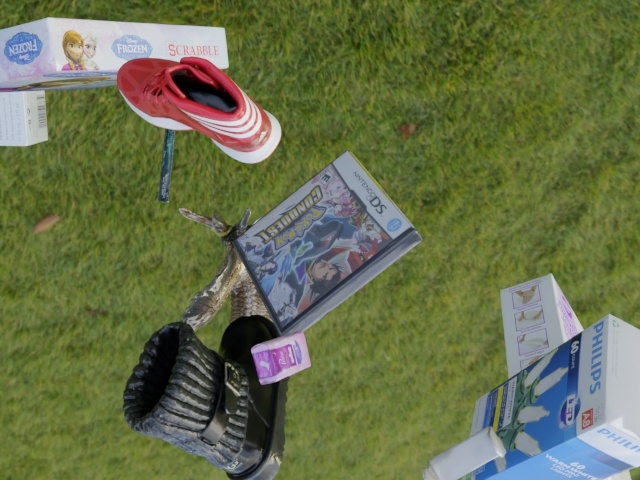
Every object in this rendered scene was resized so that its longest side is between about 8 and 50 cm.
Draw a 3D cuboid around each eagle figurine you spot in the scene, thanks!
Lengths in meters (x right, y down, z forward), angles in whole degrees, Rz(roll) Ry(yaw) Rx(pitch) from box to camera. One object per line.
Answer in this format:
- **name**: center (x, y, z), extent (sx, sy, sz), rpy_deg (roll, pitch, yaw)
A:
- **eagle figurine**: center (-0.176, 0.100, 1.346), extent (0.226, 0.299, 0.225), rpy_deg (1, 148, -7)

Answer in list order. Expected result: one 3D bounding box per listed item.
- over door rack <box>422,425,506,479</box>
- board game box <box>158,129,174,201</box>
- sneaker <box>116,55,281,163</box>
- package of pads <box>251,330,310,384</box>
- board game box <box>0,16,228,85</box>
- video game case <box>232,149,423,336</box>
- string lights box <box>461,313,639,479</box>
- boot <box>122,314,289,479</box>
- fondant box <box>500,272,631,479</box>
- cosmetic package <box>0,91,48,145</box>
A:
- **over door rack**: center (0.067, 0.262, 0.335), extent (0.108, 0.240, 0.324), rpy_deg (-35, 166, 26)
- **board game box**: center (-0.376, -0.186, 1.668), extent (0.026, 0.126, 0.186), rpy_deg (6, 91, -13)
- **sneaker**: center (-0.149, -0.168, 0.718), extent (0.221, 0.087, 0.128), rpy_deg (23, 168, 22)
- **package of pads**: center (-0.048, 0.148, 0.871), extent (0.031, 0.050, 0.083), rpy_deg (-19, 174, 34)
- **board game box**: center (-0.358, -0.264, 1.002), extent (0.317, 0.318, 0.066), rpy_deg (1, 104, 34)
- **video game case**: center (0.000, 0.000, 1.161), extent (0.274, 0.248, 0.035), rpy_deg (-38, 137, 4)
- **string lights box**: center (0.267, 0.206, 0.771), extent (0.076, 0.133, 0.260), rpy_deg (27, 140, -6)
- **boot**: center (-0.173, 0.201, 1.098), extent (0.131, 0.348, 0.260), rpy_deg (-35, 124, 18)
- **fondant box**: center (0.380, 0.247, 1.055), extent (0.096, 0.330, 0.238), rpy_deg (-24, 119, 24)
- **cosmetic package**: center (-0.768, -0.307, 1.620), extent (0.183, 0.151, 0.152), rpy_deg (0, 104, -3)
